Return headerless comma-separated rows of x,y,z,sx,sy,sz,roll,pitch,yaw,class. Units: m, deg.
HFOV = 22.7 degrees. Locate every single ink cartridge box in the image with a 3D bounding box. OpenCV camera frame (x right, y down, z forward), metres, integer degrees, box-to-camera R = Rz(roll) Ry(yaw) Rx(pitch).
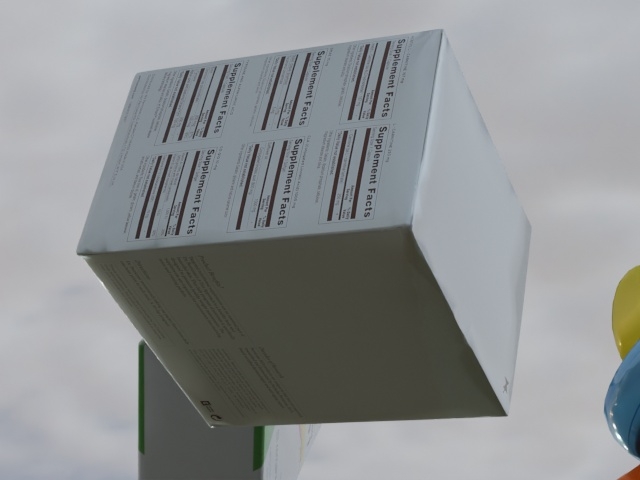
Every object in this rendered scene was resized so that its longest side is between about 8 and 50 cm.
-0.074,0.135,1.468,0.117,0.278,0.201,6,-69,10,ink cartridge box

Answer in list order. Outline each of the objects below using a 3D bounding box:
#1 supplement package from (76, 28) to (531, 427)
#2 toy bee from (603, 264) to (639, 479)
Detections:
0.000,0.000,0.963,0.203,0.149,0.194,-5,-39,23,supplement package
0.139,0.092,0.558,0.298,0.195,0.162,-12,-40,-3,toy bee
